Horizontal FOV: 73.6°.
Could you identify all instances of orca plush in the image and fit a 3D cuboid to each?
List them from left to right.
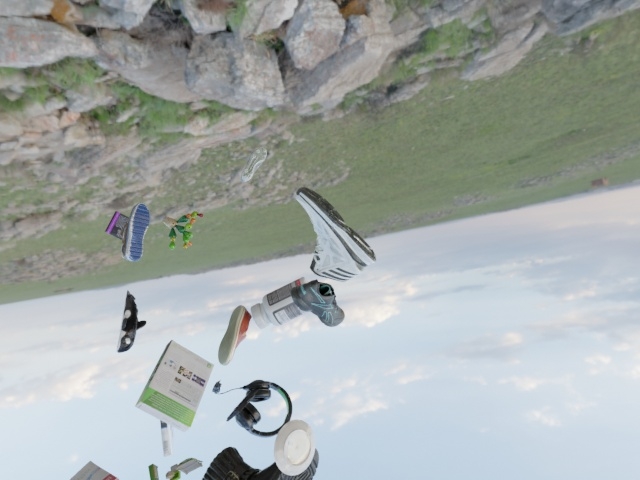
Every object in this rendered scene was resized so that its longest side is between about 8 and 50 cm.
[{"bbox_3d":[-0.832,0.364,1.906,0.102,0.287,0.151,12,124,-26],"label":"orca plush"}]

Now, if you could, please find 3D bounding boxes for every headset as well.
[{"bbox_3d":[-0.331,0.779,2.041,0.394,0.243,0.185,27,142,-3],"label":"headset"}]

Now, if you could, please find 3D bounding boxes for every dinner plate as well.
[{"bbox_3d":[-0.066,0.569,1.177,0.141,0.141,0.017,-9,172,-41],"label":"dinner plate"}]

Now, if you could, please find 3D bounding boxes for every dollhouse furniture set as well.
[{"bbox_3d":[-0.445,0.692,1.316,0.152,0.058,0.076,-25,138,-7],"label":"dollhouse furniture set"}]

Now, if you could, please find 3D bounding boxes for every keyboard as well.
[{"bbox_3d":[-0.311,0.657,1.738,0.108,0.023,0.180,-41,178,16],"label":"keyboard"}]

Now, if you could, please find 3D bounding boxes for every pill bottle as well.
[{"bbox_3d":[-0.188,0.330,2.195,0.319,0.176,0.176,-26,178,2],"label":"pill bottle"}]

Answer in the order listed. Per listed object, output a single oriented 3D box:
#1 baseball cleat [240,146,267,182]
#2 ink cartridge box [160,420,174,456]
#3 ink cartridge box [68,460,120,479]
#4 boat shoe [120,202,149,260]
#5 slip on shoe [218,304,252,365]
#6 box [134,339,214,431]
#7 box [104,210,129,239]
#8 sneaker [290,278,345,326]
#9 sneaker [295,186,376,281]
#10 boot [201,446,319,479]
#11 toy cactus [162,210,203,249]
[{"bbox_3d":[-0.347,-0.381,2.159,0.206,0.072,0.109,-58,-163,-23],"label":"baseball cleat"},{"bbox_3d":[-0.727,0.874,2.028,0.045,0.206,0.208,-6,180,-16],"label":"ink cartridge box"},{"bbox_3d":[-0.827,1.002,1.647,0.306,0.226,0.131,-10,-155,45],"label":"ink cartridge box"},{"bbox_3d":[-0.586,-0.028,1.327,0.066,0.183,0.066,1,166,29],"label":"boat shoe"},{"bbox_3d":[-0.420,0.478,2.142,0.123,0.101,0.331,-29,-149,32],"label":"slip on shoe"},{"bbox_3d":[-0.605,0.608,1.812,0.058,0.232,0.322,-43,-160,28],"label":"box"},{"bbox_3d":[-0.954,-0.056,2.099,0.162,0.116,0.029,28,180,-3],"label":"box"},{"bbox_3d":[0.018,0.210,1.428,0.106,0.101,0.267,-38,138,15],"label":"sneaker"},{"bbox_3d":[0.000,0.001,1.825,0.257,0.447,0.169,-42,-177,16],"label":"sneaker"},{"bbox_3d":[-0.196,0.710,1.311,0.348,0.131,0.260,-42,-146,-19],"label":"boot"},{"bbox_3d":[-0.677,-0.064,2.065,0.180,0.219,0.112,28,177,18],"label":"toy cactus"}]
